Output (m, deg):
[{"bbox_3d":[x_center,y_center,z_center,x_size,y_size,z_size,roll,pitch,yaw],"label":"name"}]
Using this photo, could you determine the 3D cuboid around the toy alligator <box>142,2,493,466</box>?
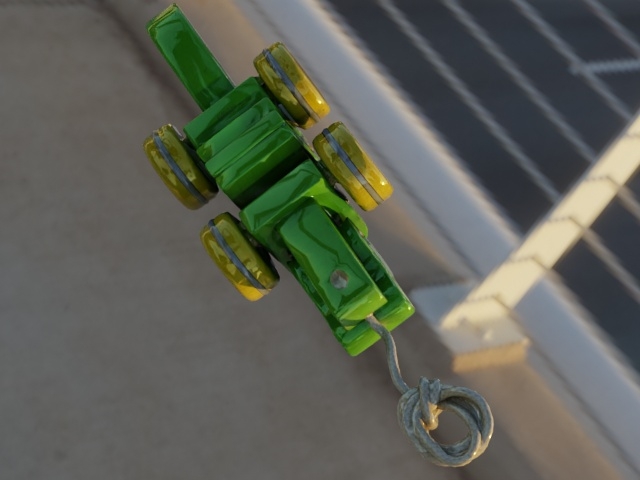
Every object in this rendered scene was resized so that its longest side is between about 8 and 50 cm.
[{"bbox_3d":[0.000,0.000,0.498,0.189,0.056,0.051,55,5,28],"label":"toy alligator"}]
